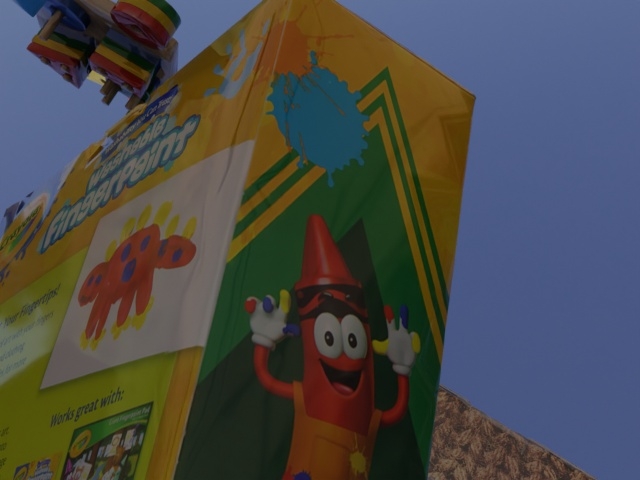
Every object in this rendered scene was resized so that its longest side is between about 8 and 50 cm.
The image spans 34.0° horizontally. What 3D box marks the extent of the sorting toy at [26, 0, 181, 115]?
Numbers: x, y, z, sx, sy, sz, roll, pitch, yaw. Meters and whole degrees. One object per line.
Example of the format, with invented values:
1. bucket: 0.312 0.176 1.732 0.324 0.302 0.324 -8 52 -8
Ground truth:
1. sorting toy: -0.185 -0.152 0.860 0.046 0.132 0.274 -60 -178 -13

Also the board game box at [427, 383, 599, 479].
1. board game box: 0.055 0.237 0.850 0.232 0.291 0.141 31 -120 -6

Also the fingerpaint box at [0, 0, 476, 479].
1. fingerpaint box: -0.117 0.097 0.711 0.444 0.163 0.371 -27 -136 47

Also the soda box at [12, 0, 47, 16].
1. soda box: -0.131 -0.155 0.384 0.071 0.067 0.210 -51 -179 -4
